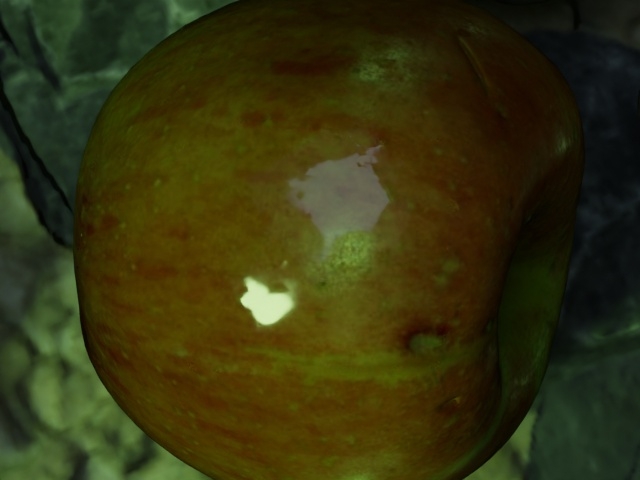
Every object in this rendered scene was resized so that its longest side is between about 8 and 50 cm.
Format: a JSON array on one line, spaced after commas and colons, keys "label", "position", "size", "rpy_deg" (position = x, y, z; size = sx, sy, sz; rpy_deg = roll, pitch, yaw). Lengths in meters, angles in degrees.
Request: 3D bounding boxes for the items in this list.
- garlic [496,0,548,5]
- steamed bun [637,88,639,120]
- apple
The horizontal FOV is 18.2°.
[{"label": "garlic", "position": [0.069, -0.209, 0.765], "size": [0.218, 0.212, 0.218], "rpy_deg": [0, 71, 0]}, {"label": "steamed bun", "position": [0.224, -0.061, 0.744], "size": [0.192, 0.177, 0.106], "rpy_deg": [-27, 84, -17]}, {"label": "apple", "position": [0.000, 0.000, 0.729], "size": [0.196, 0.196, 0.196], "rpy_deg": [-1, 76, 4]}]
